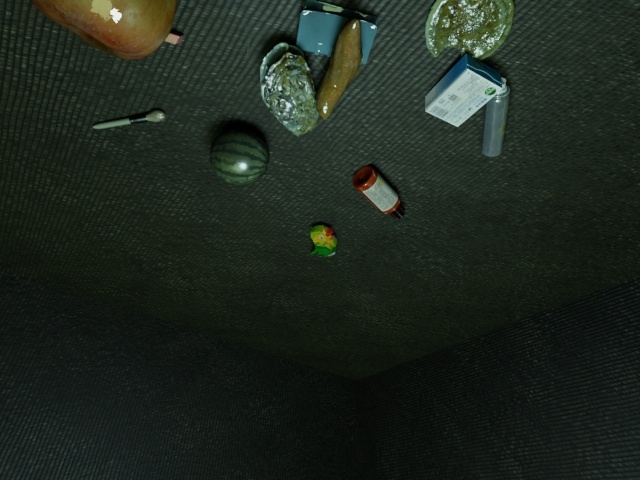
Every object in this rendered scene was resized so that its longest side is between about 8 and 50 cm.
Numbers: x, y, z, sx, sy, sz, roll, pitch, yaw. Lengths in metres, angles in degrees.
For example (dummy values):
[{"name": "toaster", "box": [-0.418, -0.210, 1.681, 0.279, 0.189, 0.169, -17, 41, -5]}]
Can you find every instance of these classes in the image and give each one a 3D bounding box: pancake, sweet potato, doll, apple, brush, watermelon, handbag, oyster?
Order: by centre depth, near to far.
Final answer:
[{"name": "apple", "box": [-0.509, -0.628, 0.997, 0.339, 0.304, 0.338, 24, -178, -1]}, {"name": "pancake", "box": [0.419, -0.607, 1.170, 0.254, 0.037, 0.253, 3, 146, 2]}, {"name": "sweet potato", "box": [0.067, -0.505, 1.205, 0.092, 0.114, 0.341, 31, 148, 1]}, {"name": "handbag", "box": [0.044, -0.597, 1.205, 0.222, 0.057, 0.144, 7, 150, -7]}, {"name": "oyster", "box": [-0.091, -0.451, 1.334, 0.163, 0.157, 0.350, -5, 154, 8]}, {"name": "watermelon", "box": [-0.285, -0.299, 1.491, 0.213, 0.211, 0.212, 2, 142, 2]}, {"name": "brush", "box": [-0.689, -0.425, 1.492, 0.300, 0.038, 0.042, -7, 142, 14]}, {"name": "doll", "box": [0.009, 0.001, 1.939, 0.135, 0.106, 0.186, 6, 144, 13]}]

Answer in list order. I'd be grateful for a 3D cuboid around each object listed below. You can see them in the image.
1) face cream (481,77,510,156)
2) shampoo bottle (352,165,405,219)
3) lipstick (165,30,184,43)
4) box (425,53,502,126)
[{"name": "face cream", "box": [0.584, -0.407, 1.390, 0.073, 0.073, 0.283, -6, 141, 12]}, {"name": "shampoo bottle", "box": [0.250, -0.180, 1.686, 0.105, 0.104, 0.278, -25, 135, 31]}, {"name": "lipstick", "box": [-0.559, -0.629, 1.201, 0.313, 0.051, 0.051, 15, 135, -15]}, {"name": "box", "box": [0.442, -0.463, 1.302, 0.140, 0.073, 0.194, 18, 150, -20]}]
